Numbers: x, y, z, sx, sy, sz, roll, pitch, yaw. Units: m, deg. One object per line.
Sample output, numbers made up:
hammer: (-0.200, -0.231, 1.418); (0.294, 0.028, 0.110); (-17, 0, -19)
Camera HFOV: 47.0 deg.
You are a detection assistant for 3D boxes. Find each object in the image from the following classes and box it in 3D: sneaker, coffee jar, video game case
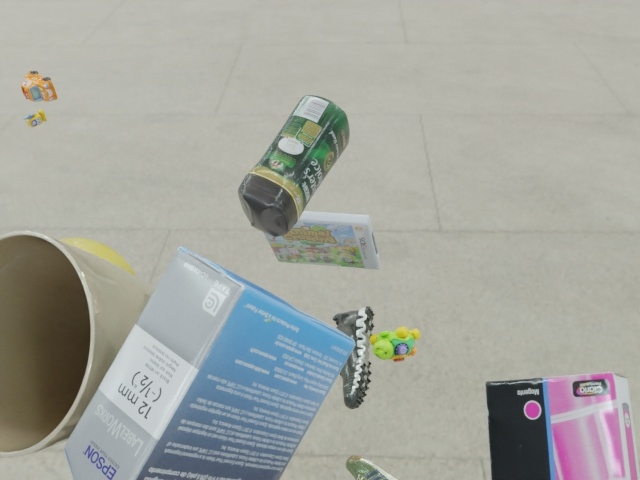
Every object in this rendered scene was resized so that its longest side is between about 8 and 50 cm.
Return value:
sneaker: (0.056, 0.255, 1.605); (0.106, 0.078, 0.234); (-3, 59, 18)
sneaker: (0.130, 0.610, 1.815); (0.192, 0.064, 0.086); (25, 43, 24)
coffee jar: (-0.035, -0.098, 0.978); (0.079, 0.096, 0.184); (25, 66, 18)
video game case: (0.000, 0.000, 1.403); (0.212, 0.193, 0.023); (4, 64, 14)

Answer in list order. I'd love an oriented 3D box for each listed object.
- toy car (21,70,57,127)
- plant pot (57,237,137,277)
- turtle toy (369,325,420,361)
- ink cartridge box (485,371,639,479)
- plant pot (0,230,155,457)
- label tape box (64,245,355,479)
toy car: (-0.427, -0.202, 1.116); (0.060, 0.122, 0.040); (39, 56, 14)
plant pot: (-0.495, 0.150, 1.384); (0.254, 0.254, 0.239); (4, 21, 9)
turtle toy: (0.156, 0.227, 1.586); (0.095, 0.066, 0.130); (-22, -23, 33)
ink cartridge box: (0.305, 0.355, 0.907); (0.175, 0.371, 0.069); (-14, -21, 36)
plant pot: (-0.293, 0.133, 0.957); (0.256, 0.257, 0.274); (19, 1, 28)
label tape box: (-0.134, 0.212, 0.804); (0.115, 0.249, 0.348); (29, 86, 35)
